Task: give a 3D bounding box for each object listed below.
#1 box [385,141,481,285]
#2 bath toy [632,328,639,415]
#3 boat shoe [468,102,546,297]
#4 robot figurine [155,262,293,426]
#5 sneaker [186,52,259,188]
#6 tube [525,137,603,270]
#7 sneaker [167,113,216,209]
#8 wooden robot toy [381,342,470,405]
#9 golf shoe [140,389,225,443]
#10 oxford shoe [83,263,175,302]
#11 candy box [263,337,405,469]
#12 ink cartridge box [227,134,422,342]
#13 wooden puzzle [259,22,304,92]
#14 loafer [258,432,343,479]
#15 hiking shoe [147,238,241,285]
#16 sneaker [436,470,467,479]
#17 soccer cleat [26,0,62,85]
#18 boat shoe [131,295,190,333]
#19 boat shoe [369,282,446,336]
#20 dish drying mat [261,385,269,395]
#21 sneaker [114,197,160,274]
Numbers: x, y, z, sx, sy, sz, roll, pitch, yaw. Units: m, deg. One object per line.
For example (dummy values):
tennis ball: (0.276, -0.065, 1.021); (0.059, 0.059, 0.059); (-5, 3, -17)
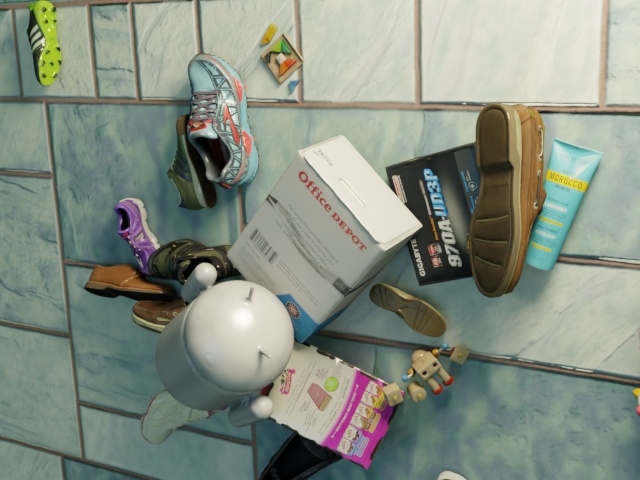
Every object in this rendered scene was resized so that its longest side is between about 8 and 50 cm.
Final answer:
box: (0.223, -0.045, 1.556); (0.175, 0.051, 0.220); (-12, 97, 33)
bath toy: (0.546, 0.133, 1.371); (0.151, 0.129, 0.348); (35, 123, 57)
boat shoe: (0.310, -0.062, 1.441); (0.110, 0.104, 0.307); (14, 102, 56)
robot figurine: (-0.176, 0.192, 1.650); (0.353, 0.199, 0.300); (-36, 78, 56)
sneaker: (-0.197, -0.227, 1.711); (0.104, 0.125, 0.262); (-16, 95, 32)
tube: (0.383, -0.055, 1.467); (0.080, 0.052, 0.207); (20, 107, 17)
sneaker: (-0.274, -0.150, 1.811); (0.086, 0.064, 0.192); (-8, 102, 27)
wooden robot toy: (0.186, 0.234, 1.644); (0.173, 0.079, 0.076); (-38, 113, -1)
golf shoe: (-0.278, 0.345, 1.922); (0.140, 0.115, 0.306); (39, 120, 12)
oxford shoe: (-0.406, 0.088, 1.956); (0.212, 0.076, 0.076); (9, 68, 18)
candy box: (0.020, 0.300, 1.692); (0.233, 0.071, 0.159); (26, 84, 9)
ink cartridge box: (0.000, 0.000, 1.623); (0.223, 0.129, 0.307); (50, 133, 11)
wooden puzzle: (-0.073, -0.336, 1.676); (0.116, 0.014, 0.078); (49, 122, 10)
loafer: (-0.017, 0.411, 1.791); (0.109, 0.095, 0.302); (49, 120, 11)
hiking shoe: (-0.270, 0.046, 1.830); (0.226, 0.114, 0.086); (-3, 99, 28)
sneaker: (0.280, 0.489, 1.649); (0.178, 0.077, 0.072); (15, 111, 26)
soccer cleat: (-0.593, -0.420, 1.939); (0.072, 0.060, 0.179); (8, 100, 39)
boat shoe: (-0.269, 0.143, 1.877); (0.257, 0.095, 0.095); (9, 108, 16)
boat shoe: (0.162, 0.123, 1.648); (0.153, 0.048, 0.056); (26, 103, 15)
dish drying mat: (-0.123, 0.284, 1.873); (0.032, 0.008, 0.083); (-28, 87, 32)
sneaker: (-0.395, -0.004, 1.919); (0.068, 0.071, 0.170); (-19, 94, 33)
